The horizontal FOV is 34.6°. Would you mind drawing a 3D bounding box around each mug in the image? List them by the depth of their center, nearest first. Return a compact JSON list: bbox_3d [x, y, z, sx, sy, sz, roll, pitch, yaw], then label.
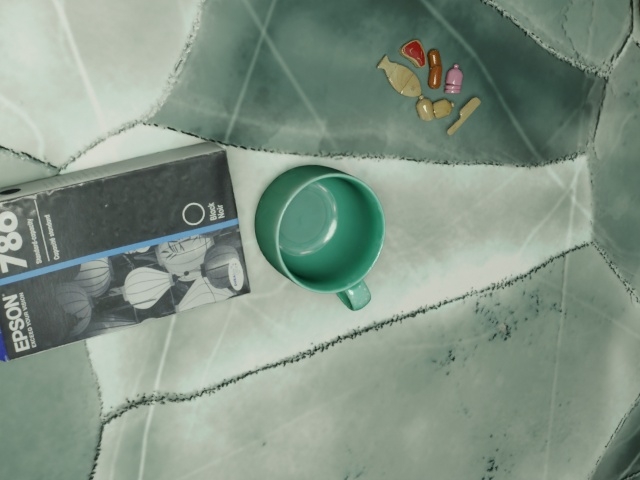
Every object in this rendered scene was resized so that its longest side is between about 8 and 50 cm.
[{"bbox_3d":[-0.008,-0.004,1.120,0.129,0.097,0.158,0,104,-25],"label":"mug"}]

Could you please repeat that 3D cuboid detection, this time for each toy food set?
[{"bbox_3d":[0.125,-0.183,1.180,0.078,0.019,0.122,-47,109,-7],"label":"toy food set"}]

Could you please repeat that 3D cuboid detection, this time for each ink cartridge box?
[{"bbox_3d":[-0.243,0.015,1.040,0.332,0.065,0.166,-16,109,-19],"label":"ink cartridge box"}]

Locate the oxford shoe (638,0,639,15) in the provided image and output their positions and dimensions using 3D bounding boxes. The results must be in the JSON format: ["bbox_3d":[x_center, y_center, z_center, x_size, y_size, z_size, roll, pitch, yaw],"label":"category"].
[{"bbox_3d":[0.466,-0.158,1.280,0.132,0.130,0.364,-35,114,-5],"label":"oxford shoe"}]
